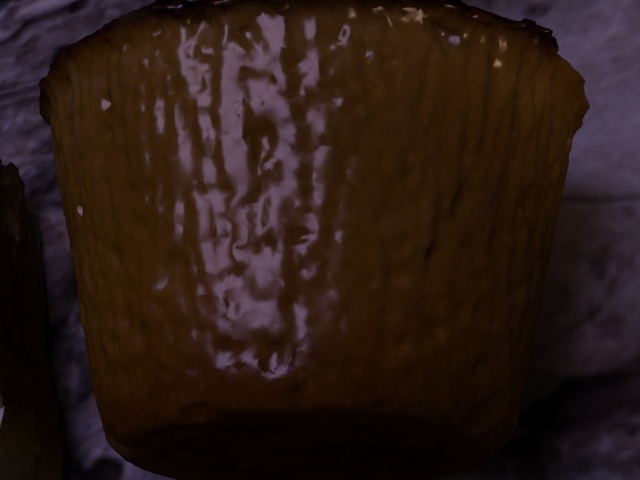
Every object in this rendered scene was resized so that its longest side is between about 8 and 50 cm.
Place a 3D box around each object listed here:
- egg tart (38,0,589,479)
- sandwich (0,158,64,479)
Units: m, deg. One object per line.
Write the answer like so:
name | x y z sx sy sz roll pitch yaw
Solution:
egg tart | 0.000 0.000 0.727 0.215 0.215 0.170 -11 69 27
sandwich | -0.252 0.095 0.885 0.273 0.095 0.249 -27 48 16
